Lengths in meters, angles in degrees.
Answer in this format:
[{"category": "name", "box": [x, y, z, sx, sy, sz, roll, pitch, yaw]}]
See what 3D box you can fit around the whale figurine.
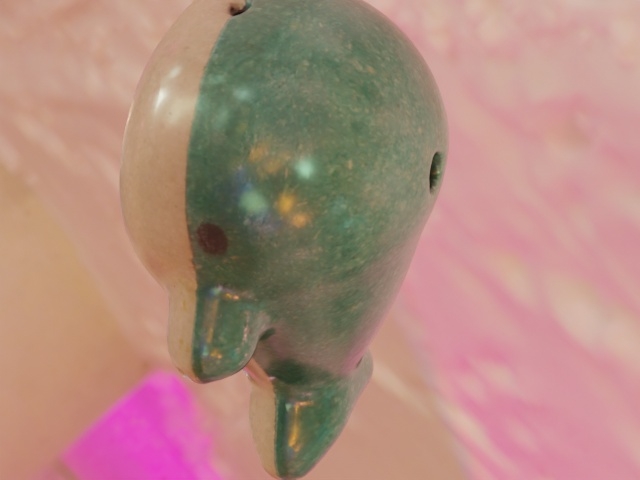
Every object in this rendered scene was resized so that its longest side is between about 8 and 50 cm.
[{"category": "whale figurine", "box": [0.000, 0.000, 0.943, 0.141, 0.216, 0.272, 5, 127, 23]}]
